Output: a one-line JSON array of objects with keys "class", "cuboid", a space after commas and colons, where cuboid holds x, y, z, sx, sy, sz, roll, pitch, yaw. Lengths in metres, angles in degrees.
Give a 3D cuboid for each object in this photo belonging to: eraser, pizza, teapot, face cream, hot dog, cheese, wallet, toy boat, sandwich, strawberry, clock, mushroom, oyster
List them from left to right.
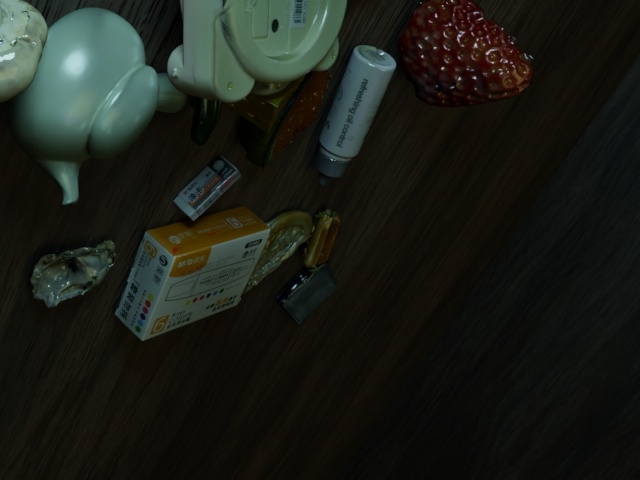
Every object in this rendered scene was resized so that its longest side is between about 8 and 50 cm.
[{"class": "mushroom", "cuboid": [-0.367, -0.220, 0.860, 0.154, 0.154, 0.122, -30, 156, -35]}, {"class": "oyster", "cuboid": [-0.405, 0.053, 1.333, 0.166, 0.053, 0.108, -10, 118, -45]}, {"class": "teapot", "cuboid": [-0.271, -0.208, 1.055, 0.220, 0.149, 0.318, -53, -176, 45]}, {"class": "toy boat", "cuboid": [-0.172, -0.241, 1.215, 0.104, 0.052, 0.210, -86, -177, -57]}, {"class": "eraser", "cuboid": [-0.204, -0.095, 1.449, 0.122, 0.052, 0.029, -44, 154, -7]}, {"class": "cheese", "cuboid": [-0.099, -0.238, 1.277, 0.126, 0.093, 0.171, -55, -175, 14]}, {"class": "clock", "cuboid": [-0.077, -0.345, 1.124, 0.309, 0.114, 0.284, -24, 123, -52]}, {"class": "pizza", "cuboid": [-0.119, 0.031, 1.806, 0.262, 0.034, 0.181, -47, 157, -2]}, {"class": "sandwich", "cuboid": [-0.060, -0.254, 1.437, 0.159, 0.079, 0.235, -37, 159, -48]}, {"class": "wallet", "cuboid": [-0.029, 0.133, 2.117, 0.167, 0.036, 0.222, -46, 158, -7]}, {"class": "hot dog", "cuboid": [0.000, 0.000, 1.936, 0.072, 0.055, 0.188, -21, 145, -41]}, {"class": "face cream", "cuboid": [0.056, -0.238, 1.628, 0.092, 0.092, 0.311, -23, 147, -45]}, {"class": "strawberry", "cuboid": [0.268, -0.344, 1.620, 0.150, 0.280, 0.253, -38, 164, -17]}]

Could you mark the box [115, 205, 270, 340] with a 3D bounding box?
[{"class": "box", "cuboid": [-0.245, 0.060, 1.565, 0.274, 0.091, 0.221, -20, 143, -49]}]
